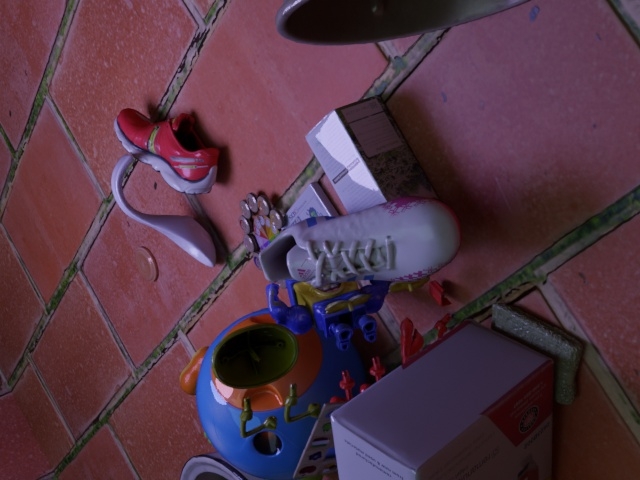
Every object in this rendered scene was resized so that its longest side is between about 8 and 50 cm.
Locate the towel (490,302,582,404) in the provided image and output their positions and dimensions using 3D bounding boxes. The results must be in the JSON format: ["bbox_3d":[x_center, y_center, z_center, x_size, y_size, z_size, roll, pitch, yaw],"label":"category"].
[{"bbox_3d":[0.293,0.153,1.309,0.148,0.027,0.110,28,129,41],"label":"towel"}]

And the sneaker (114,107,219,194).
[{"bbox_3d":[-0.283,-0.194,1.809,0.279,0.107,0.118,36,116,30],"label":"sneaker"}]

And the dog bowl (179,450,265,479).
[{"bbox_3d":[-0.118,0.602,1.977,0.408,0.150,0.408,28,128,41],"label":"dog bowl"}]

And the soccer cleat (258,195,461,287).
[{"bbox_3d":[0.044,0.019,1.289,0.331,0.143,0.116,-9,102,53],"label":"soccer cleat"}]

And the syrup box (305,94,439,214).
[{"bbox_3d":[0.087,-0.082,1.382,0.096,0.093,0.237,-37,80,53],"label":"syrup box"}]

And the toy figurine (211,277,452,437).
[{"bbox_3d":[-0.003,0.128,1.464,0.217,0.362,0.191,-127,23,-58],"label":"toy figurine"}]

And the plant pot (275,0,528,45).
[{"bbox_3d":[0.087,-0.411,1.050,0.334,0.334,0.305,-13,87,54],"label":"plant pot"}]

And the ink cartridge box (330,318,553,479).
[{"bbox_3d":[0.182,0.350,1.322,0.160,0.279,0.384,25,133,42],"label":"ink cartridge box"}]

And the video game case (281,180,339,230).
[{"bbox_3d":[0.000,0.000,1.601,0.157,0.019,0.143,57,143,11],"label":"video game case"}]

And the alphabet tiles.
[{"bbox_3d":[0.090,0.301,1.482,0.198,0.237,0.009,110,149,-42],"label":"alphabet tiles"}]

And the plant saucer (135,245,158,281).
[{"bbox_3d":[-0.392,0.054,2.133,0.083,0.013,0.083,28,130,40],"label":"plant saucer"}]

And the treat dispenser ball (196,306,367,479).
[{"bbox_3d":[-0.064,0.255,1.594,0.288,0.288,0.288,28,130,40],"label":"treat dispenser ball"}]

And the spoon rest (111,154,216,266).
[{"bbox_3d":[-0.306,-0.041,1.843,0.276,0.084,0.137,49,165,-20],"label":"spoon rest"}]

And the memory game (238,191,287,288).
[{"bbox_3d":[-0.096,0.000,1.710,0.186,0.012,0.186,39,143,39],"label":"memory game"}]

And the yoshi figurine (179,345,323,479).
[{"bbox_3d":[-0.110,0.364,1.818,0.362,0.203,0.203,33,149,34],"label":"yoshi figurine"}]
